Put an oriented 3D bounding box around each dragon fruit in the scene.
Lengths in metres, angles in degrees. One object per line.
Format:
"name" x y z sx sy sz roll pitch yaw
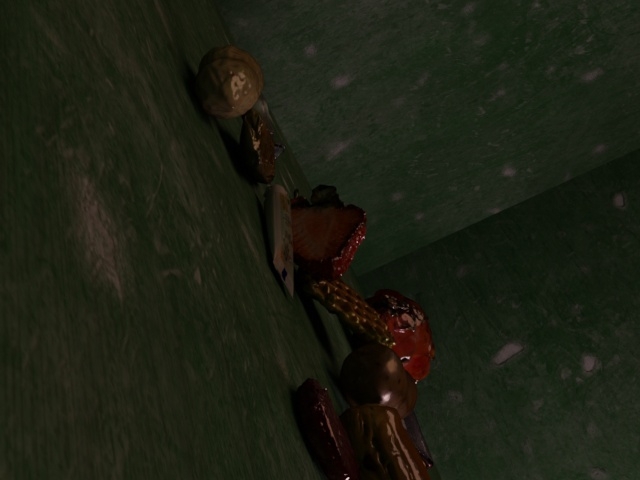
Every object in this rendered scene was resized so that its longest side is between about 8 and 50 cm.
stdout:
"dragon fruit" 0.201 0.268 2.244 0.315 0.250 0.250 29 34 -60

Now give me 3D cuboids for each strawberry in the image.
"strawberry" 0.000 0.000 1.574 0.286 0.188 0.106 -89 172 -57

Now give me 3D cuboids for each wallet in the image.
"wallet" 0.236 0.526 2.342 0.262 0.071 0.221 56 15 -52

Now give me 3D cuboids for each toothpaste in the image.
"toothpaste" -0.072 -0.013 1.459 0.058 0.056 0.314 19 27 -15

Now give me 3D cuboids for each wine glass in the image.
"wine glass" -0.146 -0.280 2.026 0.072 0.072 0.155 57 10 -67

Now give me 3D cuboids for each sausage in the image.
"sausage" 0.125 0.298 1.618 0.501 0.123 0.136 53 30 -71

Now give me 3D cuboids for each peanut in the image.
"peanut" -0.162 -0.275 1.408 0.257 0.123 0.124 -84 150 -75

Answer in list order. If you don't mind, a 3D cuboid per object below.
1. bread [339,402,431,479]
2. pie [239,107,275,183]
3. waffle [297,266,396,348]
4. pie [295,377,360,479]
"bread" 0.114 0.355 1.288 0.235 0.099 0.211 58 9 -67
"pie" -0.122 -0.174 1.570 0.282 0.068 0.129 117 -33 -86
"waffle" 0.047 0.130 1.618 0.238 0.059 0.243 41 7 -7
"pie" 0.010 0.243 1.011 0.154 0.036 0.155 -25 90 -87
